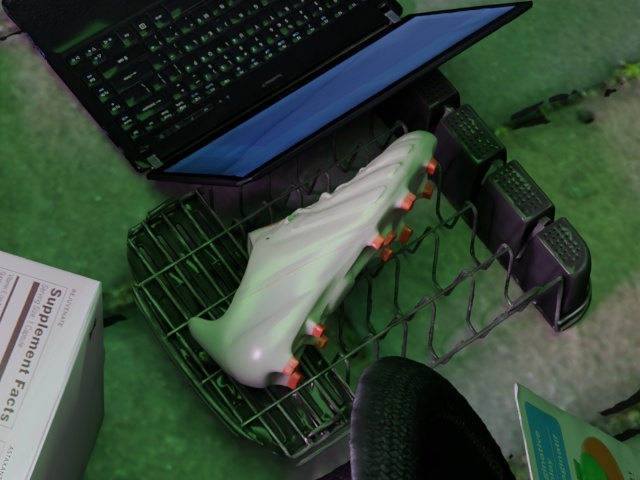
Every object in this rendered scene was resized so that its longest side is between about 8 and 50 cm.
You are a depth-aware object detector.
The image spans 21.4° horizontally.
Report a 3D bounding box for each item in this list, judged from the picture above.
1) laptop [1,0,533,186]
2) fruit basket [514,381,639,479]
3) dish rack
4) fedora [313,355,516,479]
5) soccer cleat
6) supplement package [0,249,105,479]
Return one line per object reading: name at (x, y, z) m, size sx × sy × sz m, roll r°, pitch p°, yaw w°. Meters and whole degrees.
laptop at (-0.043, -0.155, 1.118) m, size 0.234 × 0.136 × 0.264 m, roll -33°, pitch 71°, yaw -22°
fruit basket at (0.208, 0.259, 0.826) m, size 0.165 × 0.353 × 0.327 m, roll -18°, pitch 61°, yaw 23°
dish rack at (0.022, 0.015, 1.080) m, size 0.271 × 0.074 × 0.208 m, roll -32°, pitch 69°, yaw -19°
fedora at (0.039, 0.233, 0.877) m, size 0.152 × 0.334 × 0.334 m, roll -21°, pitch 64°, yaw 16°
soccer cleat at (0.000, 0.000, 1.010) m, size 0.076 × 0.068 × 0.196 m, roll 32°, pitch 69°, yaw 14°
supplement package at (-0.272, 0.108, 0.921) m, size 0.262 × 0.199 × 0.198 m, roll 17°, pitch 63°, yaw 2°
